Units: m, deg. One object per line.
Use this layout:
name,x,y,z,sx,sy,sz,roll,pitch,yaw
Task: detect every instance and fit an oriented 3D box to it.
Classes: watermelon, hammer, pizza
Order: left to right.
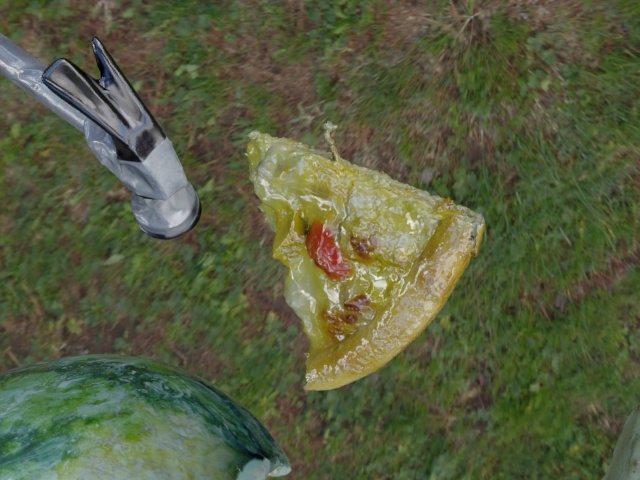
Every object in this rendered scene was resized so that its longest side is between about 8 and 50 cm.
hammer,-0.251,-0.147,0.629,0.427,0.152,0.044,34,71,22
watermelon,-0.144,0.166,0.630,0.224,0.305,0.180,16,112,12
pizza,0.000,0.000,0.952,0.287,0.075,0.280,46,126,22

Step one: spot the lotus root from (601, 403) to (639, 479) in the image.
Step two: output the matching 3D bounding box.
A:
lotus root,0.301,0.178,0.742,0.143,0.070,0.144,14,72,-4
